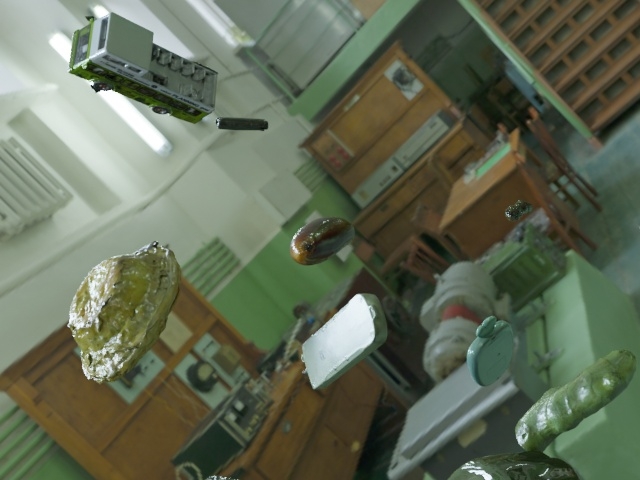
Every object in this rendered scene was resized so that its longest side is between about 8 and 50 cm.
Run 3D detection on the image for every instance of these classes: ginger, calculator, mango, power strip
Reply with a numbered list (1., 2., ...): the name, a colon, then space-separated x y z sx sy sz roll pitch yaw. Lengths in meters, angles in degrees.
1. ginger: 0.496 0.316 1.387 0.137 0.089 0.290 -3 -41 -50
2. calculator: 0.276 0.180 1.138 0.095 0.021 0.153 -36 -43 -17
3. mango: 0.000 0.000 1.872 0.133 0.111 0.267 -49 -15 31
4. power strip: 0.030 0.158 1.069 0.029 0.080 0.227 4 -34 -33

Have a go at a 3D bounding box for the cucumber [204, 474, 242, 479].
1. cucumber: -0.155 0.481 1.320 0.072 0.072 0.300 -47 13 -30

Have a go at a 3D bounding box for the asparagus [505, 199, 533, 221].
1. asparagus: 0.414 -0.062 1.476 0.030 0.036 0.165 -29 -4 29

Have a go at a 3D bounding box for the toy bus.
1. toy bus: -0.344 -0.342 1.427 0.139 0.301 0.113 -13 68 42

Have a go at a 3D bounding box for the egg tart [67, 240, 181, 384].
1. egg tart: -0.385 0.122 1.324 0.294 0.116 0.295 -33 39 32

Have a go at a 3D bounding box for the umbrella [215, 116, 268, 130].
1. umbrella: -0.193 -0.286 1.738 0.133 0.036 0.031 -3 -23 -21

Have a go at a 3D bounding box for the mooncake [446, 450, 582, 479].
1. mooncake: 0.378 0.568 1.278 0.194 0.357 0.356 0 -19 -25
